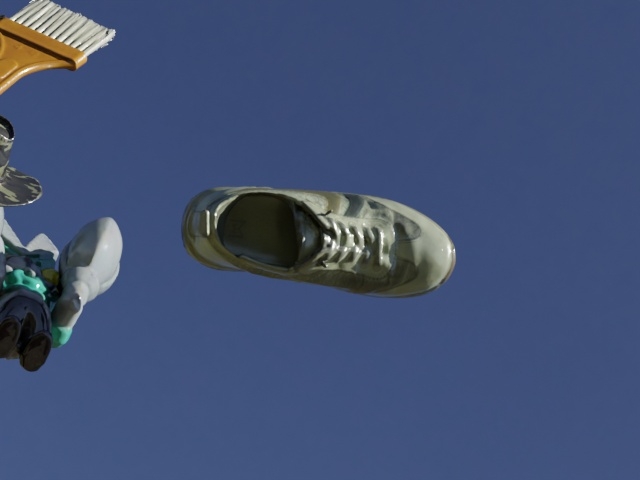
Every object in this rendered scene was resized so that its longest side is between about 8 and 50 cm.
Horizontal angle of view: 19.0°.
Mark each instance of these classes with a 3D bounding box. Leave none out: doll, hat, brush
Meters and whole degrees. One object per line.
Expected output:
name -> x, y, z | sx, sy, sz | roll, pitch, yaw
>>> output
doll -> -0.288, 0.034, 1.956 | 0.195, 0.153, 0.258 | 19, 21, -46
hat -> -0.253, -0.069, 1.421 | 0.121, 0.121, 0.050 | 31, -74, 11
brush -> -0.281, -0.138, 1.632 | 0.090, 0.314, 0.017 | 23, -56, 12

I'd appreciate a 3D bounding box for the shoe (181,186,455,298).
shoe -> 0.000, 0.000, 1.892 | 0.275, 0.103, 0.098 | 5, -2, -5
